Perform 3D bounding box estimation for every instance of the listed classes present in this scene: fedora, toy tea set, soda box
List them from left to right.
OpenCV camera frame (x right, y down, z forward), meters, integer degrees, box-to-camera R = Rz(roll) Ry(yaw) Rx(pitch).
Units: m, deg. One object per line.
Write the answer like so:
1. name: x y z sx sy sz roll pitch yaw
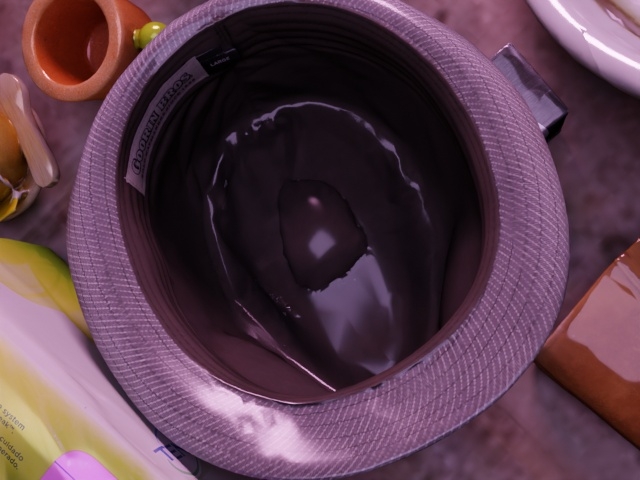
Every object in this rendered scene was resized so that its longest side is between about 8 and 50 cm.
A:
1. toy tea set: -0.172 -0.159 0.692 0.336 0.124 0.200 -36 76 21
2. fedora: 0.000 0.000 0.635 0.243 0.124 0.275 -33 67 -2
3. soda box: 0.067 -0.042 0.728 0.169 0.053 0.060 -38 80 0

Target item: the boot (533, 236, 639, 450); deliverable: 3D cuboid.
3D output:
1. boot: 0.305 0.075 0.686 0.264 0.096 0.280 -43 72 6

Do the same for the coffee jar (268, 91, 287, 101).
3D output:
1. coffee jar: -0.028 -0.174 0.745 0.096 0.079 0.184 -22 79 -3

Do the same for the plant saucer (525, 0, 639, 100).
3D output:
1. plant saucer: 0.297 -0.233 0.664 0.400 0.100 0.401 -13 66 30

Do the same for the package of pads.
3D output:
1. package of pads: -0.118 0.117 0.634 0.296 0.229 0.101 40 93 11
